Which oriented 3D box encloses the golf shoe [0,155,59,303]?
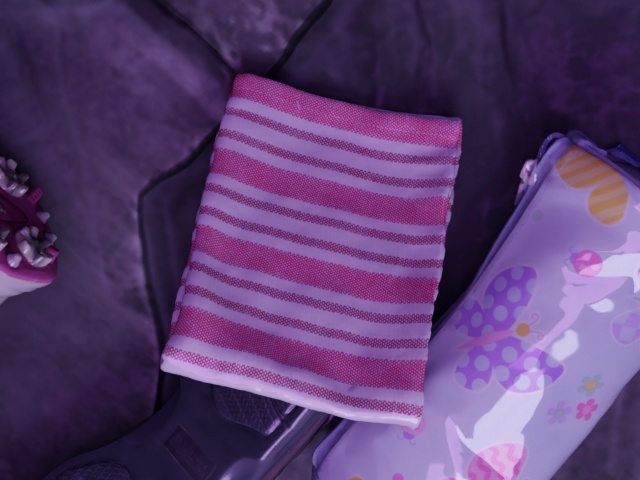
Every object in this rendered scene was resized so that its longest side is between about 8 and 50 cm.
[{"bbox_3d":[-0.285,-0.014,0.715,0.140,0.115,0.306,-35,140,23],"label":"golf shoe"}]

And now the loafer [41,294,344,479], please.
[{"bbox_3d":[-0.078,0.148,0.821,0.302,0.095,0.109,-45,63,12],"label":"loafer"}]

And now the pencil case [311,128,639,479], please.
[{"bbox_3d":[0.111,0.070,0.787,0.124,0.113,0.273,30,103,-24],"label":"pencil case"}]

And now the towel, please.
[{"bbox_3d":[0.000,0.000,0.756,0.144,0.029,0.197,12,60,-1],"label":"towel"}]
